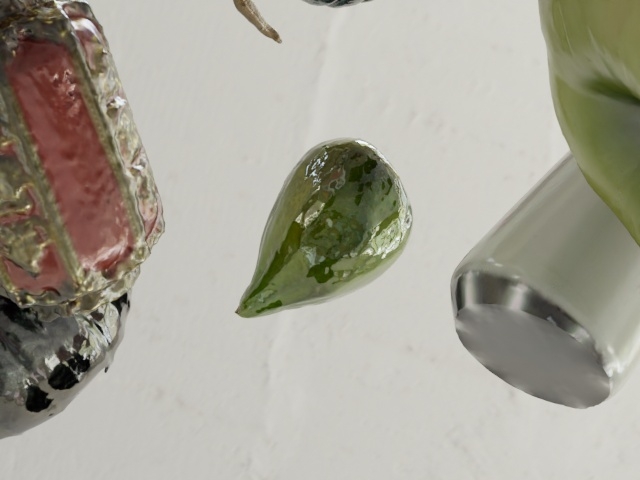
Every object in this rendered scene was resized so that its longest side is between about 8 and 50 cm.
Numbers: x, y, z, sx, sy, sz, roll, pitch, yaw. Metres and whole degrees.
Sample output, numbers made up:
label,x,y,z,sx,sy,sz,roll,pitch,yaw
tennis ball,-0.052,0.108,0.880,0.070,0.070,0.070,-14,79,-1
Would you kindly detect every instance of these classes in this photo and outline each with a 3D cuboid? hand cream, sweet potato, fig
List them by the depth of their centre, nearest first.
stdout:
label,x,y,z,sx,sy,sz,roll,pitch,yaw
hand cream,0.220,-0.056,0.844,0.118,0.185,0.358,35,-114,15
fig,0.017,-0.002,1.517,0.167,0.233,0.167,18,-171,-3
sweet potato,-0.087,-0.293,1.750,0.115,0.026,0.026,47,-145,-43

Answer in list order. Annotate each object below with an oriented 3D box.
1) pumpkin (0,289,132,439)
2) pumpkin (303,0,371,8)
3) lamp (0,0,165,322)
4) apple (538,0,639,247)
label,x,y,z,sx,sy,sz,roll,pitch,yaw
pumpkin,-0.345,0.049,1.337,0.296,0.296,0.296,16,-129,-21
pumpkin,0.005,-0.314,1.276,0.194,0.150,0.194,26,-145,-20
lamp,-0.233,-0.073,1.103,0.177,0.177,0.274,-34,-63,-42
apple,0.239,-0.086,0.614,0.279,0.279,0.279,16,-129,-21
